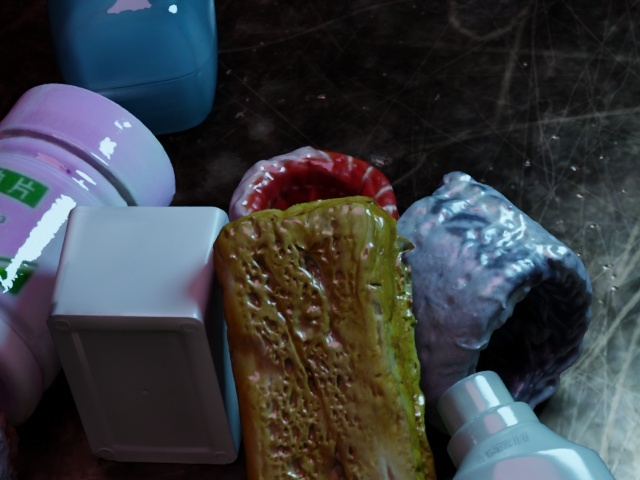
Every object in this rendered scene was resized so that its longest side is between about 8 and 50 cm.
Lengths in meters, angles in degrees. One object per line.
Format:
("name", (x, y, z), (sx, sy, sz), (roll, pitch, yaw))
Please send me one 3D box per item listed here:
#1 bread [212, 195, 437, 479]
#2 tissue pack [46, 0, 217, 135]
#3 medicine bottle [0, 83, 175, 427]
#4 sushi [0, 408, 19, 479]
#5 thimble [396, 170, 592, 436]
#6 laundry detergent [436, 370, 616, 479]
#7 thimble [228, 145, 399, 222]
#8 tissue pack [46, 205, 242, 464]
("bread", (0.013, 0.152, 1.678), (0.185, 0.109, 0.380), (-7, 91, 7))
("tissue pack", (-0.225, -0.280, 2.170), (0.198, 0.206, 0.287), (-8, 46, 2))
("medicine bottle", (-0.315, 0.015, 1.913), (0.212, 0.212, 0.325), (16, 53, 21))
("sushi", (-0.427, 0.232, 1.759), (0.270, 0.171, 0.236), (10, 55, 17))
("thimble", (0.150, 0.068, 1.774), (0.217, 0.245, 0.157), (-30, 53, -30))
("laundry detergent", (0.201, 0.300, 1.578), (0.264, 0.124, 0.398), (-24, 65, -9))
("thimble", (-0.002, -0.005, 1.943), (0.189, 0.125, 0.163), (30, 59, 30))
("tissue pack", (-0.161, 0.097, 1.792), (0.159, 0.246, 0.136), (1, 49, 8))
